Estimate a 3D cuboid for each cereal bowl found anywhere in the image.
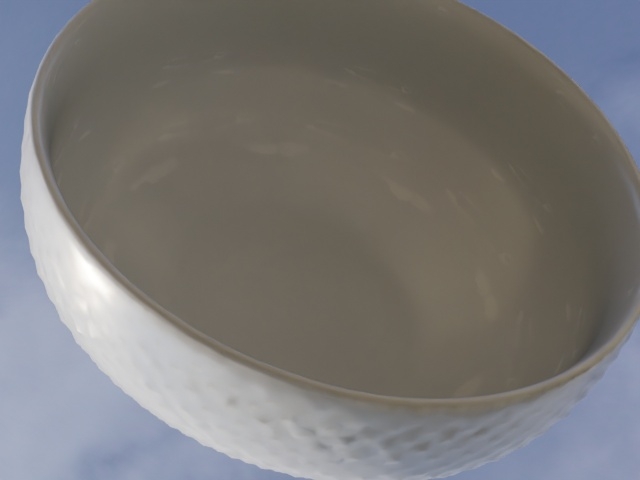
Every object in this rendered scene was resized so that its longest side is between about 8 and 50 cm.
[{"bbox_3d":[0.000,0.000,1.002,0.339,0.141,0.339,11,-135,-11],"label":"cereal bowl"}]
